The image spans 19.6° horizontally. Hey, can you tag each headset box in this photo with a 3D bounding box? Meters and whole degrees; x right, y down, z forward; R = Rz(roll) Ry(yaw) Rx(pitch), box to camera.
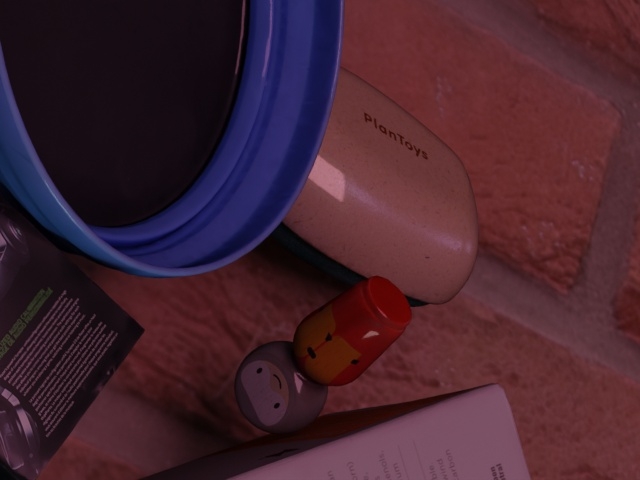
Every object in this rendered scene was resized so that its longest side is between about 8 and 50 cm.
[{"bbox_3d":[-0.296,0.024,1.155,0.283,0.246,0.131,46,59,-19],"label":"headset box"}]

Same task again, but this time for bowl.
[{"bbox_3d":[-0.114,-0.172,1.196,0.391,0.077,0.391,-4,95,-58],"label":"bowl"}]

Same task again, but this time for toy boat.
[{"bbox_3d":[0.000,0.000,1.406,0.267,0.148,0.318,34,33,-24],"label":"toy boat"}]

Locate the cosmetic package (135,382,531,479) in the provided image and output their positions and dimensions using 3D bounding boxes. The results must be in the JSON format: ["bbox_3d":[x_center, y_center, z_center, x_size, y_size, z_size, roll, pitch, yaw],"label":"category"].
[{"bbox_3d":[-0.085,0.241,1.268,0.453,0.230,0.161,-16,89,-36],"label":"cosmetic package"}]
